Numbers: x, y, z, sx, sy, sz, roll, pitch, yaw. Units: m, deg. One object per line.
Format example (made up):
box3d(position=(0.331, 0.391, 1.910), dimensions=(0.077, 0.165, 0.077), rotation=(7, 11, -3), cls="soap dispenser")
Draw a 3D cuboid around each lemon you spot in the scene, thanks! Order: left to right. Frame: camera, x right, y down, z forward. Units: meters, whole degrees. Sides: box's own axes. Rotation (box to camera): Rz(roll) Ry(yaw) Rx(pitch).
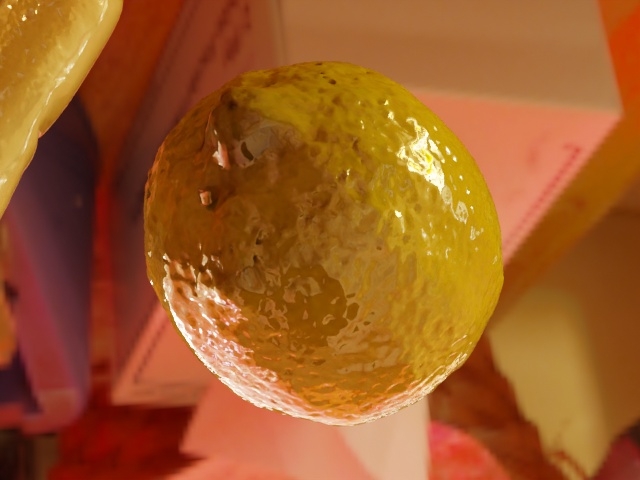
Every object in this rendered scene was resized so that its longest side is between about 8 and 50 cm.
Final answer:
box3d(position=(0.000, 0.000, 1.344), dimensions=(0.245, 0.245, 0.320), rotation=(-18, 142, 17), cls="lemon")

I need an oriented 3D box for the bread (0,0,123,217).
box3d(position=(-0.213, -0.064, 0.982), dimensions=(0.091, 0.305, 0.142), rotation=(-6, 136, 41), cls="bread")
